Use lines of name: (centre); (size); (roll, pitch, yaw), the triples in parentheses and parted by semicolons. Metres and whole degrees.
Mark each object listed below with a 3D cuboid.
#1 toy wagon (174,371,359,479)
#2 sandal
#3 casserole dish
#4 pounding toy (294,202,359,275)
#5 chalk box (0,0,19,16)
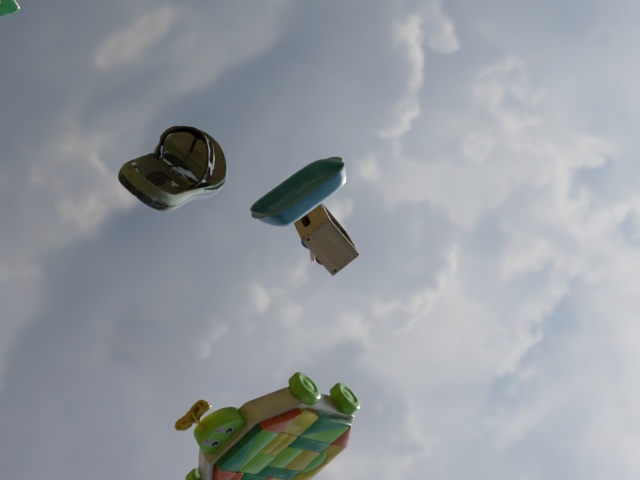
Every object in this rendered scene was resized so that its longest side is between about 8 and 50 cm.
toy wagon: (-0.096, 0.321, 1.899); (0.267, 0.344, 0.068); (-44, -124, 15)
sandal: (-0.201, -0.119, 1.769); (0.086, 0.120, 0.303); (-59, 179, 19)
casserole dish: (-0.033, -0.078, 2.002); (0.188, 0.037, 0.114); (-38, -155, -21)
pounding toy: (0.000, 0.000, 2.425); (0.100, 0.130, 0.141); (-38, -151, 6)
chalk box: (-0.483, -0.280, 1.464); (0.212, 0.132, 0.132); (-4, -114, 7)
